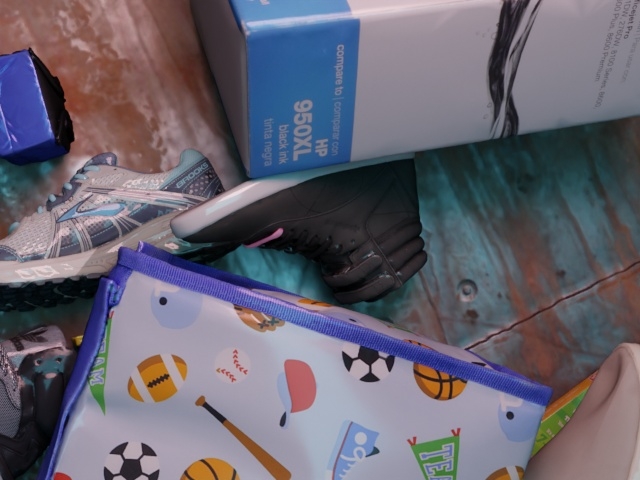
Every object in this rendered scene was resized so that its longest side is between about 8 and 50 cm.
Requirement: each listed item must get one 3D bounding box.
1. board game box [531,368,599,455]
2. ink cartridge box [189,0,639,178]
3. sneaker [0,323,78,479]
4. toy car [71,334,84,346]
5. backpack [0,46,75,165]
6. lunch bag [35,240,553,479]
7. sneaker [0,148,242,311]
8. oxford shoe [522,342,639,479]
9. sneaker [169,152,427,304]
[{"bbox_3d":[0.283,0.225,1.060,0.259,0.039,0.124,-33,94,-9],"label":"board game box"},{"bbox_3d":[0.092,-0.232,0.921,0.395,0.166,0.285,-10,47,-11],"label":"ink cartridge box"},{"bbox_3d":[-0.312,0.103,0.893,0.153,0.101,0.268,-37,125,-21],"label":"sneaker"},{"bbox_3d":[-0.184,0.124,0.972,0.122,0.040,0.060,6,85,-11],"label":"toy car"},{"bbox_3d":[-0.286,-0.120,0.930,0.101,0.120,0.097,-11,90,-2],"label":"backpack"},{"bbox_3d":[-0.047,0.205,0.893,0.386,0.239,0.327,18,88,-16],"label":"lunch bag"},{"bbox_3d":[-0.222,-0.013,0.956,0.283,0.110,0.122,-14,77,-19],"label":"sneaker"},{"bbox_3d":[0.193,0.296,0.943,0.130,0.169,0.449,24,100,0],"label":"oxford shoe"},{"bbox_3d":[0.000,0.000,0.942,0.296,0.105,0.146,-17,91,-42],"label":"sneaker"}]
